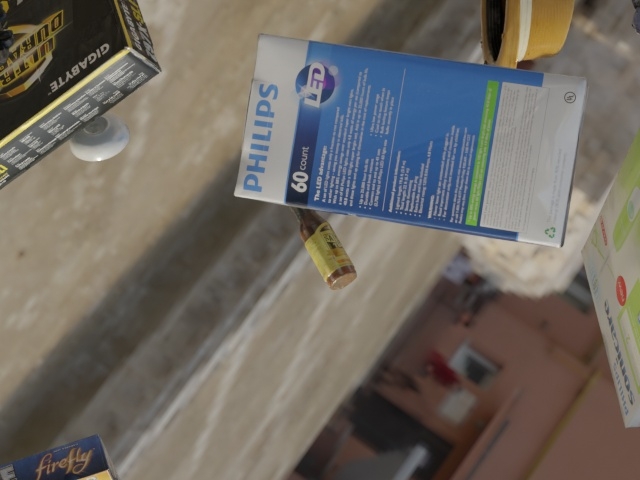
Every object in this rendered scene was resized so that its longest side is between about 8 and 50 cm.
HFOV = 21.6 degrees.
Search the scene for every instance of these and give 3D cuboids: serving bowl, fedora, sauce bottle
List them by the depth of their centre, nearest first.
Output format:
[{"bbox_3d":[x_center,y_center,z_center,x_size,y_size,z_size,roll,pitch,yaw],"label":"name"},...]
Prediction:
[{"bbox_3d":[0.217,-0.250,1.738,0.194,0.079,0.194,-178,-90,-84],"label":"fedora"},{"bbox_3d":[0.000,0.000,2.059,0.042,0.128,0.042,-26,158,-11],"label":"sauce bottle"},{"bbox_3d":[-0.300,-0.145,2.254,0.083,0.083,0.027,-51,148,-29],"label":"serving bowl"}]

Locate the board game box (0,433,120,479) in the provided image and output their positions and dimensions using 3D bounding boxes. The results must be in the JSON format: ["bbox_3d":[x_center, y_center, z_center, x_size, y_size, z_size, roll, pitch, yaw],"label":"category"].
[{"bbox_3d":[-0.280,0.285,1.723,0.165,0.042,0.243,-17,153,-6],"label":"board game box"}]

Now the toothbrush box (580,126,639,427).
[{"bbox_3d":[0.352,0.022,1.566,0.283,0.122,0.206,100,-17,-59],"label":"toothbrush box"}]

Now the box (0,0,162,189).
[{"bbox_3d":[-0.381,-0.241,2.220,0.322,0.257,0.079,-33,142,18],"label":"box"}]

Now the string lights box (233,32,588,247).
[{"bbox_3d":[0.072,-0.079,1.324,0.077,0.260,0.133,1,98,-79],"label":"string lights box"}]

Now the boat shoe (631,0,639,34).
[{"bbox_3d":[0.465,-0.299,2.064,0.340,0.158,0.127,29,64,-83],"label":"boat shoe"}]

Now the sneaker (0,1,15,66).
[{"bbox_3d":[-0.427,-0.293,1.768,0.135,0.276,0.097,-21,173,15],"label":"sneaker"}]
